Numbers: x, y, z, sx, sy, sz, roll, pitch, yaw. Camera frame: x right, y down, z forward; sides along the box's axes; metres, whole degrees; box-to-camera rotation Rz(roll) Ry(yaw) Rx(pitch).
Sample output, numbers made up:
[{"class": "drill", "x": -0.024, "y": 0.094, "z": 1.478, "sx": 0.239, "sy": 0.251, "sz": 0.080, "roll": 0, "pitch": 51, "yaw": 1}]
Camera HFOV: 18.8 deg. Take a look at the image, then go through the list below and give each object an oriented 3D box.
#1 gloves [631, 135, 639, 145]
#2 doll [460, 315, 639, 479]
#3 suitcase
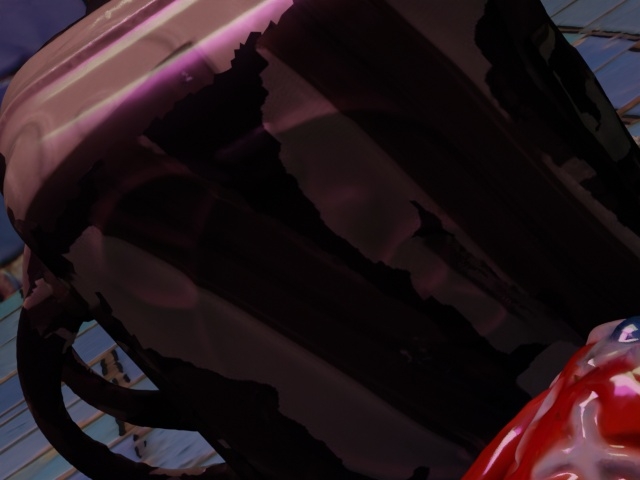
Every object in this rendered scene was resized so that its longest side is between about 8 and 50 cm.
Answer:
[{"class": "gloves", "x": 0.192, "y": -0.029, "z": 1.268, "sx": 0.114, "sy": 0.070, "sz": 0.153, "roll": -30, "pitch": 10, "yaw": 14}, {"class": "doll", "x": 0.108, "y": 0.104, "z": 0.758, "sx": 0.384, "sy": 0.099, "sz": 0.188, "roll": -48, "pitch": 20, "yaw": -6}, {"class": "suitcase", "x": 0.000, "y": 0.000, "z": 0.985, "sx": 0.339, "sy": 0.351, "sz": 0.194, "roll": -31, "pitch": 29, "yaw": 16}]
